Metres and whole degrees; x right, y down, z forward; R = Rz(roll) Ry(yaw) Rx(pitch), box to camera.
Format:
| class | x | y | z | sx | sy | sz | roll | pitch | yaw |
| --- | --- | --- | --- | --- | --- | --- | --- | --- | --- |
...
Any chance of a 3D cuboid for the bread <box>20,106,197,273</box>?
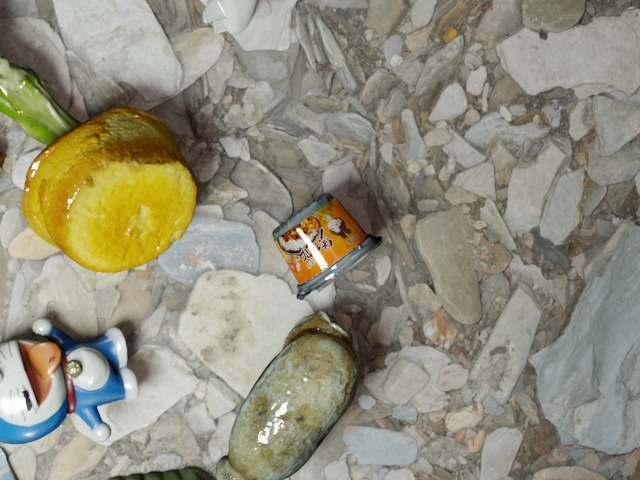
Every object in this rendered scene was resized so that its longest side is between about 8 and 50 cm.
| class | x | y | z | sx | sy | sz | roll | pitch | yaw |
| --- | --- | --- | --- | --- | --- | --- | --- | --- | --- |
| bread | -0.318 | -0.067 | 1.472 | 0.268 | 0.145 | 0.268 | -21 | 132 | -26 |

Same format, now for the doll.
| class | x | y | z | sx | sy | sz | roll | pitch | yaw |
| --- | --- | --- | --- | --- | --- | --- | --- | --- | --- |
| doll | -0.416 | 0.226 | 1.498 | 0.256 | 0.161 | 0.215 | -16 | 75 | -28 |

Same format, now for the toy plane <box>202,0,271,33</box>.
| class | x | y | z | sx | sy | sz | roll | pitch | yaw |
| --- | --- | --- | --- | --- | --- | --- | --- | --- | --- |
| toy plane | -0.153 | -0.460 | 1.503 | 0.266 | 0.122 | 0.267 | -5 | 97 | -38 |

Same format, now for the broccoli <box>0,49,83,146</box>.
| class | x | y | z | sx | sy | sz | roll | pitch | yaw |
| --- | --- | --- | --- | --- | --- | --- | --- | --- | --- |
| broccoli | -0.471 | -0.219 | 1.438 | 0.304 | 0.145 | 0.165 | 35 | 76 | -31 |

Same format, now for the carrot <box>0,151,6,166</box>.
| class | x | y | z | sx | sy | sz | roll | pitch | yaw |
| --- | --- | --- | --- | --- | --- | --- | --- | --- | --- |
| carrot | -0.608 | -0.124 | 1.420 | 0.263 | 0.102 | 0.102 | 18 | 92 | -15 |

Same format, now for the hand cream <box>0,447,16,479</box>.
| class | x | y | z | sx | sy | sz | roll | pitch | yaw |
| --- | --- | --- | --- | --- | --- | --- | --- | --- | --- |
| hand cream | -0.499 | 0.475 | 1.564 | 0.091 | 0.058 | 0.271 | -29 | 102 | -16 |

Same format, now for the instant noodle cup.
| class | x | y | z | sx | sy | sz | roll | pitch | yaw |
| --- | --- | --- | --- | --- | --- | --- | --- | --- | --- |
| instant noodle cup | 0.000 | 0.000 | 1.613 | 0.177 | 0.208 | 0.125 | -33 | 94 | 20 |

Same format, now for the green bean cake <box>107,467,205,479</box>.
| class | x | y | z | sx | sy | sz | roll | pitch | yaw |
| --- | --- | --- | --- | --- | --- | --- | --- | --- | --- |
| green bean cake | -0.278 | 0.495 | 1.627 | 0.183 | 0.094 | 0.185 | -3 | 104 | -20 |

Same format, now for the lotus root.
| class | x | y | z | sx | sy | sz | roll | pitch | yaw |
| --- | --- | --- | --- | --- | --- | --- | --- | --- | --- |
| lotus root | -0.050 | 0.292 | 1.632 | 0.175 | 0.175 | 0.349 | 34 | 89 | -21 |
